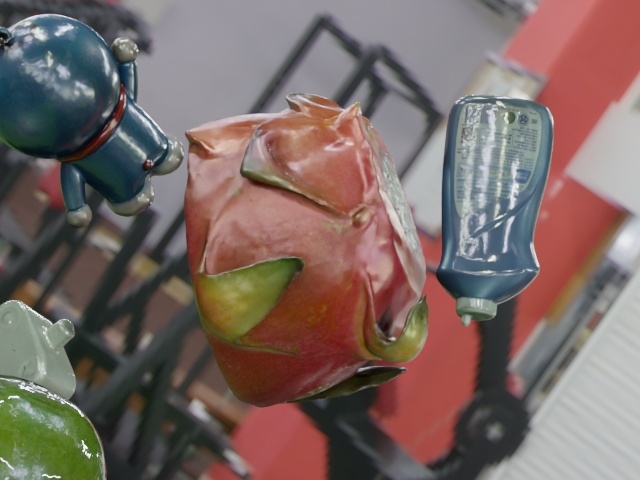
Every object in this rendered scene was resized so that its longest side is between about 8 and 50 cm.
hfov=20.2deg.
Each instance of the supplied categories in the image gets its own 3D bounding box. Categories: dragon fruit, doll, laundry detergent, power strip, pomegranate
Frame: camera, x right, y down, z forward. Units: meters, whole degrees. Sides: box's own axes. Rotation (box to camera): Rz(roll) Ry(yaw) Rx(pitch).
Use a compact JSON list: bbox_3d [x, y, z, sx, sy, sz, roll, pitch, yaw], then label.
[{"bbox_3d":[0.000,0.000,1.619,0.290,0.189,0.291,-10,90,-79],"label":"dragon fruit"},{"bbox_3d":[-0.152,-0.080,1.103,0.085,0.114,0.152,19,-19,50],"label":"doll"},{"bbox_3d":[0.149,-0.023,1.580,0.096,0.206,0.061,10,-15,-6],"label":"laundry detergent"},{"bbox_3d":[-0.361,0.177,1.516,0.062,0.385,0.091,42,17,-55],"label":"power strip"},{"bbox_3d":[-0.231,0.196,1.275,0.187,0.187,0.225,33,6,-29],"label":"pomegranate"}]
